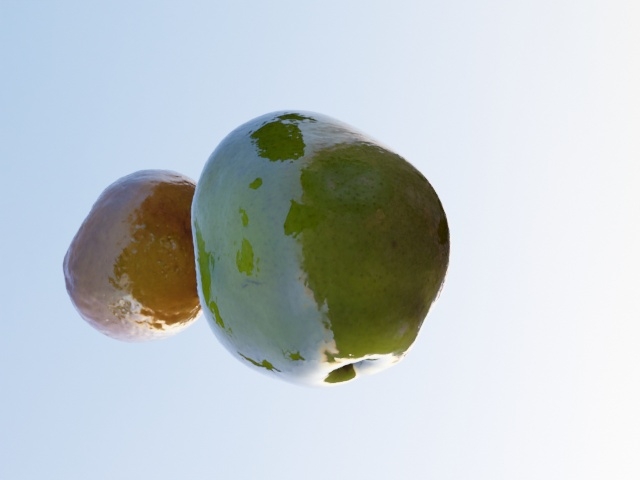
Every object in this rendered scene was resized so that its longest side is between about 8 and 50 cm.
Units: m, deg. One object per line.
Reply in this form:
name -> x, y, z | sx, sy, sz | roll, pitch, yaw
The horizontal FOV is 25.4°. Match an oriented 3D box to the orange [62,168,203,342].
orange -> -0.169, 0.017, 1.402 | 0.155, 0.177, 0.177 | 42, -157, 1

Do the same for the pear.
pear -> 0.000, 0.000, 0.475 | 0.092, 0.092, 0.097 | 27, -135, -69
